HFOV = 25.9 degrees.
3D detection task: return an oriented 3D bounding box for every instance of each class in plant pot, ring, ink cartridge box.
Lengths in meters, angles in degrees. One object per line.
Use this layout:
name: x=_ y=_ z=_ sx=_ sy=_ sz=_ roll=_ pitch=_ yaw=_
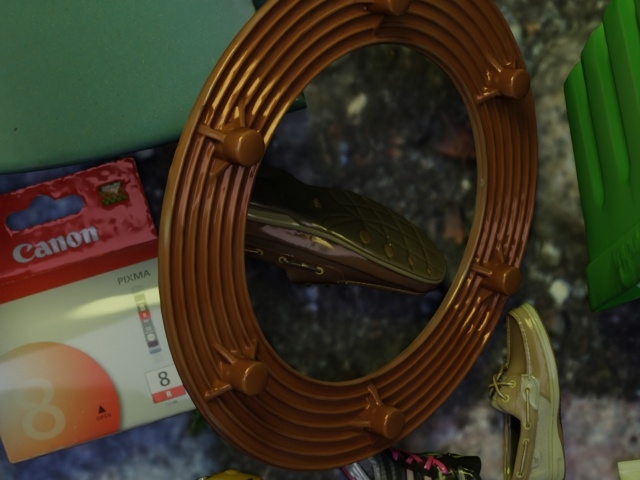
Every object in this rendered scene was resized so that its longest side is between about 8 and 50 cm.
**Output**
plant pot: x=-0.149 y=-0.127 z=0.898 sx=0.234 sy=0.166 sz=0.165 roll=-18 pitch=95 yaw=5
ring: x=0.038 y=-0.013 z=0.874 sx=0.337 sy=0.032 sz=0.336 roll=-16 pitch=113 yaw=-42
ink cartridge box: x=-0.169 y=0.048 z=0.957 sx=0.145 sy=0.045 sz=0.179 roll=-17 pitch=103 yaw=-3

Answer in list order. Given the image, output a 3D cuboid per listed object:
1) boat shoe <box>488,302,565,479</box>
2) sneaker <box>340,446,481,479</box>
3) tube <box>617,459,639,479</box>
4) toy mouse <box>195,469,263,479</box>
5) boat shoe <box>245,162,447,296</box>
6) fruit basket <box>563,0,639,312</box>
boat shoe: x=0.143 y=0.113 z=0.987 sx=0.045 sy=0.050 sz=0.135 roll=-9 pitch=94 yaw=-9
sneaker: x=0.074 y=0.169 z=0.981 sx=0.170 sy=0.063 sz=0.075 roll=42 pitch=88 yaw=-8
tube: x=0.274 y=0.272 z=1.005 sx=0.070 sy=0.062 sz=0.240 roll=-6 pitch=89 yaw=-44
toy mouse: x=-0.049 y=0.234 z=0.990 sx=0.161 sy=0.031 sz=0.143 roll=-12 pitch=94 yaw=-3
boat shoe: x=0.000 y=0.000 z=0.970 sx=0.178 sy=0.064 sz=0.060 roll=20 pitch=125 yaw=-7
fruit basket: x=0.327 y=-0.007 z=0.834 sx=0.283 sy=0.392 sz=0.392 roll=-21 pitch=95 yaw=-3
